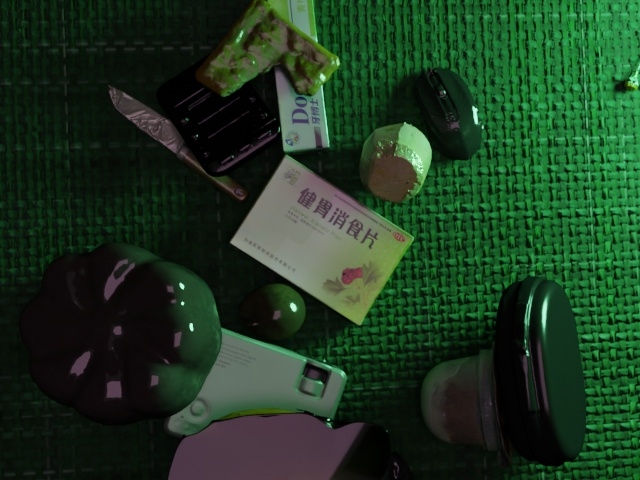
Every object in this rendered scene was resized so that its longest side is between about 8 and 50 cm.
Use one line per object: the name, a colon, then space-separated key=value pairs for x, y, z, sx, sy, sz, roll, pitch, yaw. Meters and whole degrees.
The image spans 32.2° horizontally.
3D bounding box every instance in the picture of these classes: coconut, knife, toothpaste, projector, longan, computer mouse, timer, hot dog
coconut: x=0.126 y=-0.133 z=1.834 sx=0.116 sy=0.122 sz=0.116 roll=5 pitch=122 yaw=9
knife: x=-0.236 y=-0.163 z=1.839 sx=0.298 sy=0.017 sz=0.047 roll=36 pitch=83 yaw=-1
toothpaste: x=-0.042 y=-0.313 z=1.843 sx=0.081 sy=0.067 sz=0.337 roll=-6 pitch=89 yaw=-4
projector: x=-0.106 y=0.256 z=1.802 sx=0.256 sy=0.099 sz=0.192 roll=19 pitch=87 yaw=-5
longan: x=-0.079 y=0.117 z=1.804 sx=0.113 sy=0.113 sz=0.092 roll=-2 pitch=113 yaw=-7
computer mouse: x=0.218 y=-0.216 z=1.875 sx=0.099 sy=0.057 sz=0.172 roll=-23 pitch=90 yaw=0
timer: x=-0.166 y=-0.205 z=1.815 sx=0.144 sy=0.055 sz=0.187 roll=-33 pitch=76 yaw=-4
hot dog: x=-0.069 y=0.350 z=1.700 sx=0.326 sy=0.107 sz=0.194 roll=11 pitch=85 yaw=-9

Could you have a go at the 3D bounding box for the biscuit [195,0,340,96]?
biscuit: x=-0.081 y=-0.280 z=1.780 sx=0.183 sy=0.039 sz=0.174 roll=34 pitch=79 yaw=-1

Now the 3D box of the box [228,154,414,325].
box: x=0.000 y=0.001 z=1.840 sx=0.260 sy=0.062 sz=0.175 roll=32 pitch=85 yaw=-4

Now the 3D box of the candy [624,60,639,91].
candy: x=0.554 y=-0.299 z=1.939 sx=0.025 sy=0.023 sz=0.083 roll=21 pitch=79 yaw=9

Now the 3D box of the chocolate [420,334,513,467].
chocolate: x=0.241 y=0.270 z=1.824 sx=0.147 sy=0.221 sz=0.221 roll=-10 pitch=90 yaw=20

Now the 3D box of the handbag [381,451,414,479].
handbag: x=0.032 y=0.512 z=1.773 sx=0.301 sy=0.178 sz=0.275 roll=-17 pitch=75 yaw=-9

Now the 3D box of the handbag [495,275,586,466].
handbag: x=0.355 y=0.212 z=1.793 sx=0.093 sy=0.254 sz=0.308 roll=-8 pitch=90 yaw=27

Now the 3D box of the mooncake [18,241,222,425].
mooncake: x=-0.312 y=0.141 z=1.707 sx=0.306 sy=0.154 sz=0.306 roll=-3 pitch=78 yaw=13
